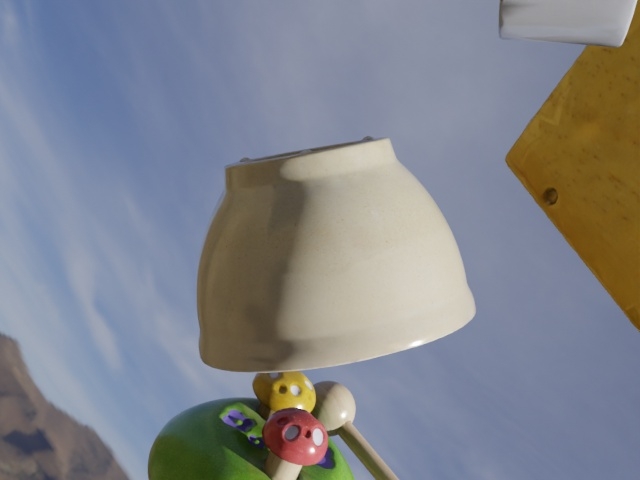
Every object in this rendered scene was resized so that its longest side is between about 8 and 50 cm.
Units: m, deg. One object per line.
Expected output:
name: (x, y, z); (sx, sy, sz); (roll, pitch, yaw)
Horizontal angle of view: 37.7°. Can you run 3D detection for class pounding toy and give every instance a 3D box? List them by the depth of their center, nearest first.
pounding toy: (-0.016, 0.163, 0.772); (0.183, 0.237, 0.110); (43, -61, 38)

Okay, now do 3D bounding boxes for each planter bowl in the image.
planter bowl: (0.000, 0.000, 0.540); (0.162, 0.162, 0.109); (2, -75, 61)

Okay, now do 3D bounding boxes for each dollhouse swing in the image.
dollhouse swing: (0.384, -0.126, 0.749); (0.347, 0.305, 0.315); (-57, -132, 34)

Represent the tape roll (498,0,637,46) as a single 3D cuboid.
tape roll: (0.148, -0.222, 0.529); (0.072, 0.219, 0.219); (7, -40, 11)
